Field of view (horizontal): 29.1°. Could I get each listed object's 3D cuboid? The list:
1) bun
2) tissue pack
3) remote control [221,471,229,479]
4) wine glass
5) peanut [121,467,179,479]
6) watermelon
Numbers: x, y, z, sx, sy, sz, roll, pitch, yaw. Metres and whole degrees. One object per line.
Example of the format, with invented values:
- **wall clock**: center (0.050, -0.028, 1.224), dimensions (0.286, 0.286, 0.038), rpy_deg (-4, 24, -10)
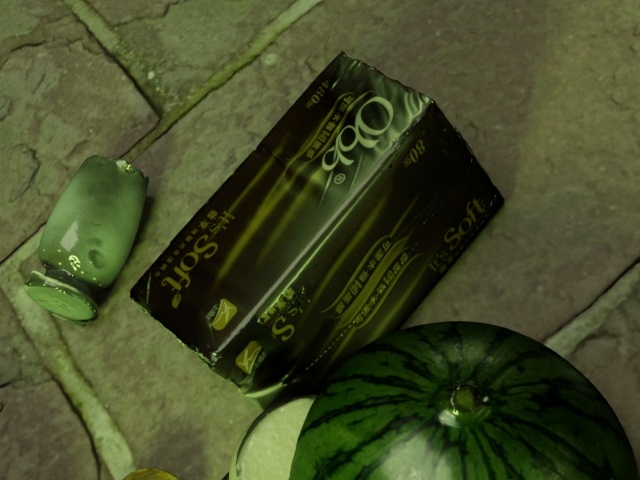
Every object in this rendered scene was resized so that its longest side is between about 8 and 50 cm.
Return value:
- **bun**: center (-0.006, 0.245, 1.231), dimensions (0.173, 0.120, 0.172), rpy_deg (1, 62, -1)
- **tissue pack**: center (0.000, 0.000, 1.341), dimensions (0.370, 0.210, 0.198), rpy_deg (-50, 44, -7)
- **remote control**: center (-0.088, 0.252, 1.340), dimensions (0.091, 0.016, 0.034), rpy_deg (-48, 54, -6)
- **wine glass**: center (-0.293, -0.005, 1.563), dimensions (0.111, 0.111, 0.204), rpy_deg (5, 63, 32)
- **peanut**: center (-0.229, 0.328, 1.324), dimensions (0.207, 0.087, 0.087), rpy_deg (-44, 49, -6)
- **watermelon**: center (0.127, 0.208, 1.083), dimensions (0.331, 0.189, 0.330), rpy_deg (-4, 63, 8)
